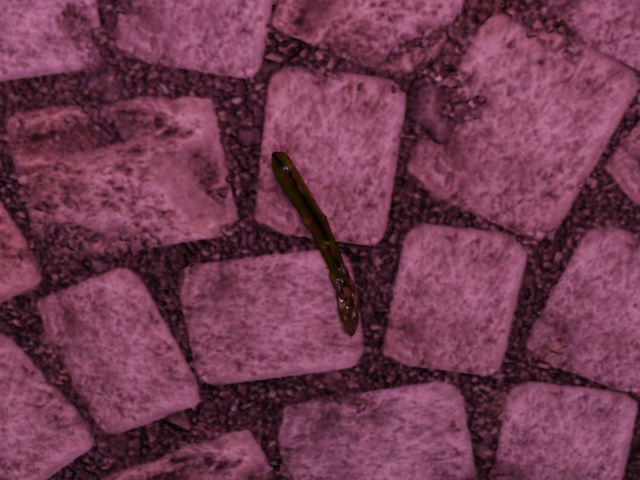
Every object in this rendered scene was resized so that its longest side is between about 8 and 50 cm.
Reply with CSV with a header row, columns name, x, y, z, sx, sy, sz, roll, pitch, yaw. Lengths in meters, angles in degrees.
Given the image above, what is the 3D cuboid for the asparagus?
name,x,y,z,sx,sy,sz,roll,pitch,yaw
asparagus,0.000,0.000,1.677,0.034,0.027,0.236,-29,112,-9
